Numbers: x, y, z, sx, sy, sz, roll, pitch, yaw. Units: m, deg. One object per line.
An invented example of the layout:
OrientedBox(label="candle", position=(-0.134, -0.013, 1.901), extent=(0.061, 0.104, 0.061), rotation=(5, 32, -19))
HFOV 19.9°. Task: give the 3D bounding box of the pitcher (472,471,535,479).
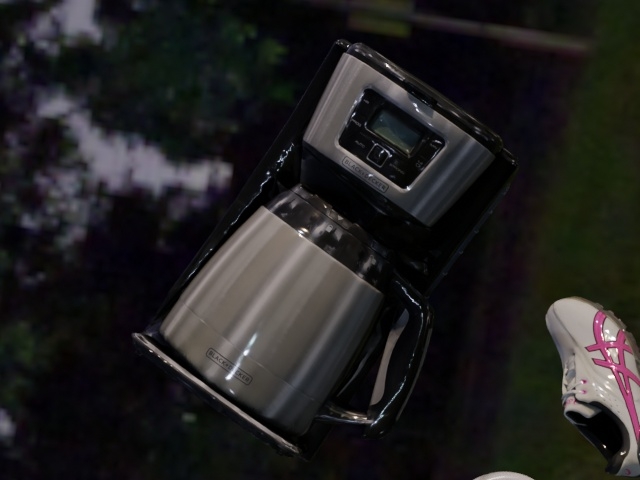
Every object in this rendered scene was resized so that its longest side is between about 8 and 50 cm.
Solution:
OrientedBox(label="pitcher", position=(0.059, 0.235, 1.009), extent=(0.125, 0.207, 0.178), rotation=(90, 161, -68))

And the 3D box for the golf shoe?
OrientedBox(label="golf shoe", position=(0.243, 0.124, 1.599), extent=(0.186, 0.086, 0.067), rotation=(59, 141, 32))

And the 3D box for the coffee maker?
OrientedBox(label="coffee maker", position=(0.000, 0.000, 0.878), extent=(0.178, 0.120, 0.171), rotation=(-54, 18, 0))
